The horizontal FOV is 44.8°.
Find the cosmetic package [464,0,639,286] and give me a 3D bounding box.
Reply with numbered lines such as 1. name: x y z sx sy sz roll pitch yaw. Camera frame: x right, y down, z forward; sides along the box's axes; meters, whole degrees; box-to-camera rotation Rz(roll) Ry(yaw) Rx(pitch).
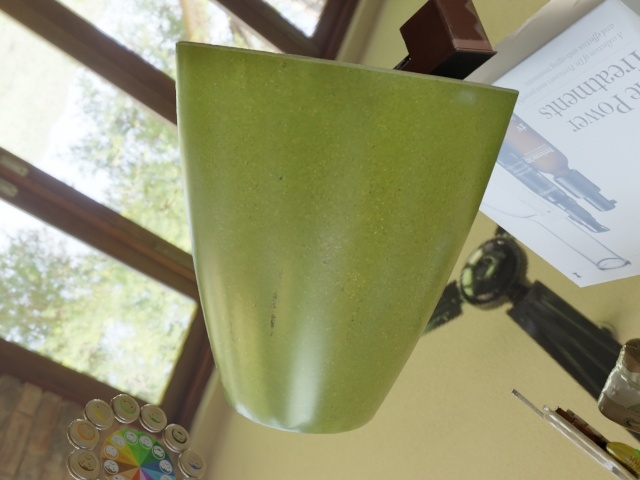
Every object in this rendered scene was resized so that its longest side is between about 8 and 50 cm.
1. cosmetic package: 0.284 -0.093 0.764 0.097 0.284 0.377 -59 -171 -19

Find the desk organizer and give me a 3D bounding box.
1. desk organizer: 0.075 -0.139 0.631 0.130 0.047 0.050 -35 -111 49

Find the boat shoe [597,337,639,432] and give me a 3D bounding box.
1. boat shoe: 0.454 0.209 0.829 0.109 0.302 0.098 -44 153 -64

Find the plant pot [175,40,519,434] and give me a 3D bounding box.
1. plant pot: 0.000 0.000 0.657 0.275 0.275 0.293 31 -65 61

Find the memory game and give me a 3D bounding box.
1. memory game: -0.204 0.253 0.881 0.012 0.186 0.186 -44 -148 24

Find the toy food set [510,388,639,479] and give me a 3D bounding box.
1. toy food set: 0.297 0.214 0.835 0.038 0.132 0.192 -51 -153 -1
